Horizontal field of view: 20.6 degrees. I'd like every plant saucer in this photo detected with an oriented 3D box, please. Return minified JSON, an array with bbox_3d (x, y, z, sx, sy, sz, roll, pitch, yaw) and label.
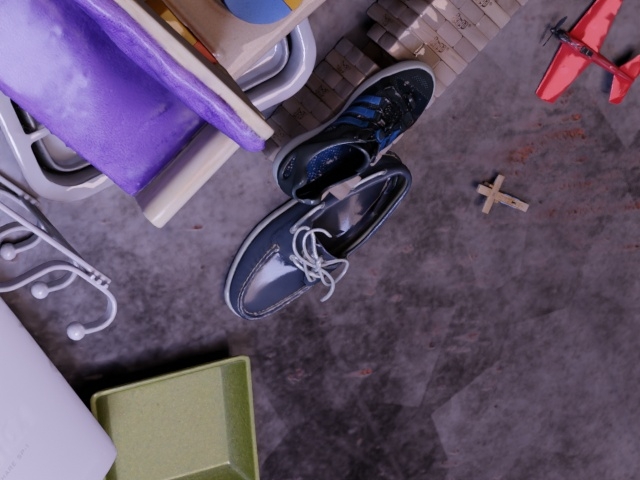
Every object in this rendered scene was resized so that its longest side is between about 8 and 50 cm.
[{"bbox_3d":[-0.170,0.222,2.010,0.188,0.045,0.188,-13,119,-19],"label":"plant saucer"}]

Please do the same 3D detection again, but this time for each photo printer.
[{"bbox_3d":[-0.370,0.199,1.798,0.307,0.107,0.256,58,48,-27],"label":"photo printer"}]

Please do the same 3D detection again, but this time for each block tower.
[{"bbox_3d":[0.081,-0.192,1.892,0.335,0.091,0.097,-48,125,4],"label":"block tower"}]

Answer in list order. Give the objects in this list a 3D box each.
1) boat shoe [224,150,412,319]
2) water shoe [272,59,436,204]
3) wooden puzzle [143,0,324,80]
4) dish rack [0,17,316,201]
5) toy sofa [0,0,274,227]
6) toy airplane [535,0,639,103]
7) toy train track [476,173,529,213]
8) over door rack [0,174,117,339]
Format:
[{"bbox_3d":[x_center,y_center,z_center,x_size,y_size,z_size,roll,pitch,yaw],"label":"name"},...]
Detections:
[{"bbox_3d":[0.000,0.000,1.957,0.254,0.079,0.095,-41,125,-1],"label":"boat shoe"},{"bbox_3d":[0.047,-0.105,1.816,0.203,0.080,0.073,-38,124,-3],"label":"water shoe"},{"bbox_3d":[-0.154,-0.265,1.669,0.348,0.080,0.322,-44,124,-1],"label":"wooden puzzle"},{"bbox_3d":[-0.188,-0.221,1.764,0.333,0.072,0.285,-26,122,-11],"label":"dish rack"},{"bbox_3d":[-0.219,-0.169,1.549,0.150,0.177,0.362,-45,124,6],"label":"toy sofa"},{"bbox_3d":[0.318,-0.209,2.031,0.151,0.028,0.151,-10,120,-19],"label":"toy airplane"},{"bbox_3d":[0.212,-0.051,2.071,0.083,0.014,0.048,20,98,-37],"label":"toy train track"},{"bbox_3d":[-0.351,-0.051,1.675,0.108,0.239,0.324,-43,125,-7],"label":"over door rack"}]
